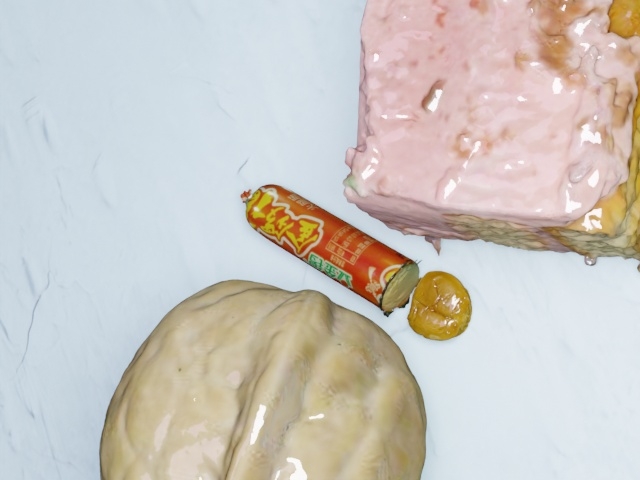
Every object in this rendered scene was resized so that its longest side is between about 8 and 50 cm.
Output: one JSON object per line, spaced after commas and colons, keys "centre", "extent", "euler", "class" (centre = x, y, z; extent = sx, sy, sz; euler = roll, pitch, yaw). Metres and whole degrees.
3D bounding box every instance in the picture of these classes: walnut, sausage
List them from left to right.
{"centre": [-0.058, 0.222, 1.350], "extent": [0.381, 0.381, 0.381], "euler": [-3, 84, 28], "class": "walnut"}
{"centre": [0.000, 0.000, 1.498], "extent": [0.264, 0.083, 0.083], "euler": [30, 100, 28], "class": "sausage"}

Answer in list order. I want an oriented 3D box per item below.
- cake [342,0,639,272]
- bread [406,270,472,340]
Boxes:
{"centre": [0.209, -0.145, 1.278], "extent": [0.307, 0.293, 0.314], "euler": [8, 83, 26], "class": "cake"}
{"centre": [0.142, 0.080, 1.429], "extent": [0.083, 0.046, 0.081], "euler": [-47, 64, 18], "class": "bread"}
